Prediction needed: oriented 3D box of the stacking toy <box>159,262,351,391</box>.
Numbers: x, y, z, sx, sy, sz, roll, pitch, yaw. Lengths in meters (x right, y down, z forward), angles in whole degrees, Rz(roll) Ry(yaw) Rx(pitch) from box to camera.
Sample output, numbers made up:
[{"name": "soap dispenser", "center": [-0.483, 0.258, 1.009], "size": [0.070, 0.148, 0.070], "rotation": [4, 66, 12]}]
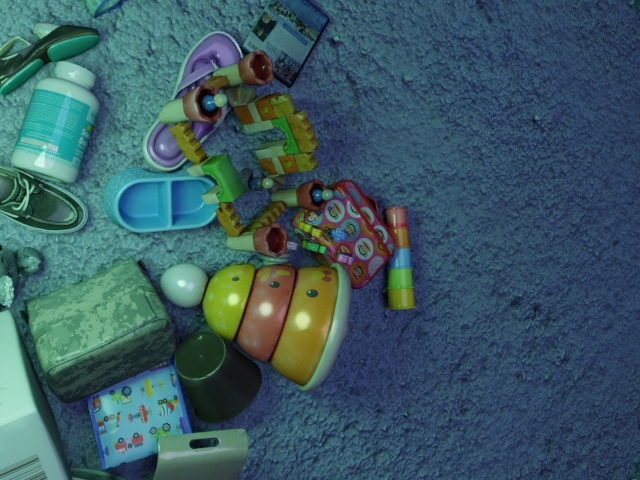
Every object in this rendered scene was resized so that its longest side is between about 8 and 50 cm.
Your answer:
[{"name": "stacking toy", "center": [-0.184, 0.173, 1.552], "size": [0.479, 0.350, 0.351], "rotation": [17, 83, -10]}]

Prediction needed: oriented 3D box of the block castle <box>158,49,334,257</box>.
[{"name": "block castle", "center": [-0.159, -0.212, 1.489], "size": [0.303, 0.212, 0.453], "rotation": [-49, 125, -41]}]

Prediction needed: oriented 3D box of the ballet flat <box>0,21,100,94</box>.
[{"name": "ballet flat", "center": [-0.659, -0.450, 1.388], "size": [0.280, 0.095, 0.096], "rotation": [-38, 95, -21]}]

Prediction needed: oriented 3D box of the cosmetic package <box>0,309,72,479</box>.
[{"name": "cosmetic package", "center": [-0.701, 0.406, 1.163], "size": [0.327, 0.393, 0.329], "rotation": [-20, 120, -25]}]

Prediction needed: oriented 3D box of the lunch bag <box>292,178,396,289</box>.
[{"name": "lunch bag", "center": [0.085, -0.027, 1.758], "size": [0.258, 0.120, 0.293], "rotation": [-45, 108, -24]}]

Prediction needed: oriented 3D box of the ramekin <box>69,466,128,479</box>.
[{"name": "ramekin", "center": [-0.550, 0.608, 1.399], "size": [0.207, 0.207, 0.109], "rotation": [19, 73, -26]}]

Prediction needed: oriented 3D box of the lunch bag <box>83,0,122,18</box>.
[{"name": "lunch bag", "center": [-0.529, -0.624, 1.414], "size": [0.096, 0.151, 0.129], "rotation": [-38, 106, -21]}]

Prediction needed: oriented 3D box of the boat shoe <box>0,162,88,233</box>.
[{"name": "boat shoe", "center": [-0.699, -0.101, 1.353], "size": [0.335, 0.119, 0.121], "rotation": [21, 81, -25]}]

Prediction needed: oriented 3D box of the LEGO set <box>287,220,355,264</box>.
[{"name": "LEGO set", "center": [0.000, 0.000, 1.599], "size": [0.227, 0.093, 0.087], "rotation": [12, 97, -11]}]

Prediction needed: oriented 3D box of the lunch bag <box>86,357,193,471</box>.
[{"name": "lunch bag", "center": [-0.465, 0.384, 1.486], "size": [0.220, 0.138, 0.293], "rotation": [-12, 87, -24]}]

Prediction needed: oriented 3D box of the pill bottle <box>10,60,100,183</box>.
[{"name": "pill bottle", "center": [-0.606, -0.274, 1.383], "size": [0.146, 0.146, 0.264], "rotation": [18, 83, -26]}]

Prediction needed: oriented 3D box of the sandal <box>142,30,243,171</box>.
[{"name": "sandal", "center": [-0.312, -0.361, 1.553], "size": [0.169, 0.102, 0.416], "rotation": [29, 79, -24]}]

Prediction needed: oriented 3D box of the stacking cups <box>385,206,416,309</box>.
[{"name": "stacking cups", "center": [0.240, 0.054, 1.858], "size": [0.096, 0.096, 0.316], "rotation": [-3, 87, -27]}]

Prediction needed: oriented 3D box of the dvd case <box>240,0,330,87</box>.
[{"name": "dvd case", "center": [-0.098, -0.592, 1.704], "size": [0.180, 0.022, 0.253], "rotation": [33, 76, -24]}]

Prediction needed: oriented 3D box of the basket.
[{"name": "basket", "center": [-0.268, 0.337, 1.498], "size": [0.204, 0.154, 0.227], "rotation": [-38, 146, -14]}]

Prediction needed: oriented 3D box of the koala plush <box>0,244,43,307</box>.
[{"name": "koala plush", "center": [-0.731, 0.076, 1.283], "size": [0.196, 0.221, 0.203], "rotation": [34, 76, -24]}]

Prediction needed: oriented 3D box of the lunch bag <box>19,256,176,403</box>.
[{"name": "lunch bag", "center": [-0.515, 0.189, 1.392], "size": [0.305, 0.213, 0.256], "rotation": [-24, 59, -23]}]

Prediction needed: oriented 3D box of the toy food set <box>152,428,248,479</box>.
[{"name": "toy food set", "center": [-0.327, 0.587, 1.499], "size": [0.219, 0.092, 0.306], "rotation": [4, 126, -27]}]

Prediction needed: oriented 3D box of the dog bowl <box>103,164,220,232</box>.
[{"name": "dog bowl", "center": [-0.391, -0.100, 1.510], "size": [0.297, 0.074, 0.166], "rotation": [-6, 111, -26]}]

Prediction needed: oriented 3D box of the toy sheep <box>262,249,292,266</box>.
[{"name": "toy sheep", "center": [-0.122, 0.039, 1.668], "size": [0.091, 0.091, 0.132], "rotation": [4, 95, -27]}]
